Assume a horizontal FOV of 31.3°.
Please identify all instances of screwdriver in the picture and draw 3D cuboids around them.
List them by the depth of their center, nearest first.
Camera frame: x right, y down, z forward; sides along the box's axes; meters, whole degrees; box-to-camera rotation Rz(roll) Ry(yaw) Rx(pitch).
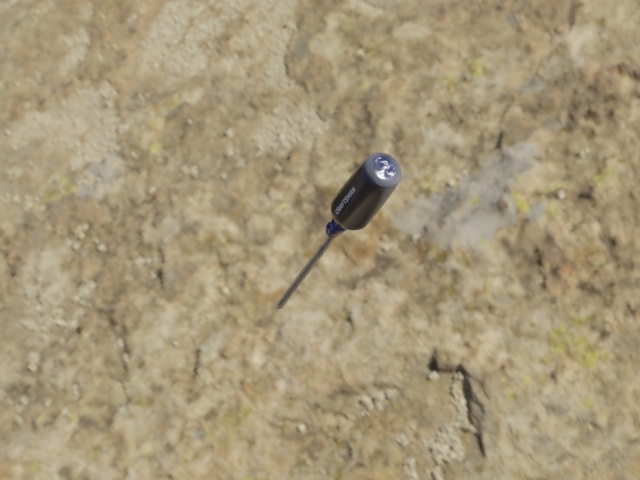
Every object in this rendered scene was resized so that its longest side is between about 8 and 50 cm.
[{"bbox_3d":[0.000,0.000,0.603,0.024,0.025,0.170,-50,3,-33],"label":"screwdriver"}]
